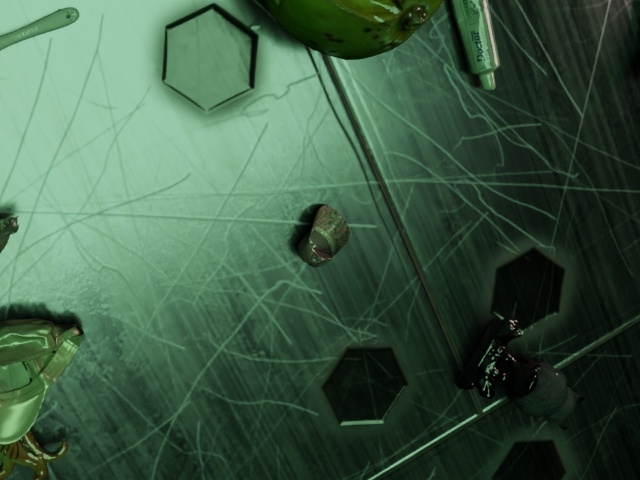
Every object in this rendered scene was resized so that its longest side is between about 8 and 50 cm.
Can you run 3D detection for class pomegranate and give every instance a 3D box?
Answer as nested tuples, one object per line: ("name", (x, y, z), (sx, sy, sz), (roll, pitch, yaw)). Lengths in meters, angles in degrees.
("pomegranate", (0.009, -0.346, 1.093), (0.302, 0.236, 0.236), (42, 87, 3))

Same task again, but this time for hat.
("hat", (0.000, -0.002, 1.258), (0.058, 0.042, 0.087), (36, 56, -26))
("hat", (-0.365, 0.164, 1.146), (0.122, 0.081, 0.166), (27, 79, -52))

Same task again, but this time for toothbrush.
("toothbrush", (-0.384, -0.204, 1.057), (0.263, 0.026, 0.022), (-31, 114, -26))

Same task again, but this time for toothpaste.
("toothpaste", (0.196, -0.301, 1.250), (0.064, 0.041, 0.218), (-17, 104, -8))

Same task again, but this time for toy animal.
("toy animal", (-0.429, 0.260, 1.160), (0.241, 0.057, 0.099), (-11, 106, -15))
("toy animal", (0.312, 0.202, 1.369), (0.210, 0.117, 0.121), (29, 86, -20))

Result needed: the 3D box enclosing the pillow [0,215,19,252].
("pillow", (-0.472, -0.051, 1.071), (0.169, 0.059, 0.255), (-40, 110, -5))
